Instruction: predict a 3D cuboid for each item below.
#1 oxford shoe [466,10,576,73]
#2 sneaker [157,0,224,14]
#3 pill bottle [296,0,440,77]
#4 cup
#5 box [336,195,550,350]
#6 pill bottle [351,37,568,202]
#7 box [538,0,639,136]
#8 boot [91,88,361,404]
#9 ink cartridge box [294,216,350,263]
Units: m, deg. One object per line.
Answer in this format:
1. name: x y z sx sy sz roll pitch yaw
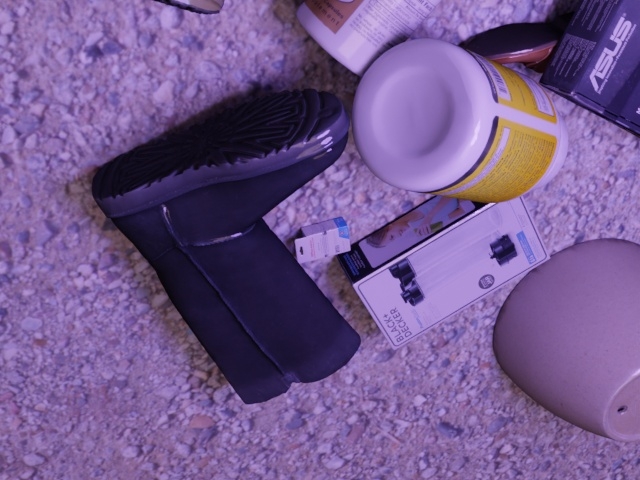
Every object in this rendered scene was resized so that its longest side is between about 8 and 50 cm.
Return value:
1. oxford shoe: 0.304 -0.264 1.474 0.212 0.076 0.076 -11 132 -14
2. sneaker: -0.230 -0.404 1.150 0.410 0.158 0.182 37 88 -40
3. pill bottle: 0.088 -0.327 1.313 0.131 0.131 0.229 32 108 -34
4. cup: 0.490 0.196 1.757 0.331 0.237 0.331 -9 125 -13
5. box: 0.191 0.026 1.623 0.290 0.087 0.169 -30 128 2
6. pill bottle: 0.201 -0.146 1.387 0.334 0.188 0.188 5 126 -56
7. box: 0.524 -0.326 1.451 0.318 0.097 0.394 22 101 -28
8. boot: -0.052 0.029 1.463 0.367 0.146 0.445 -14 127 21
9. ink cartridge box: 0.000 0.000 1.572 0.083 0.028 0.048 -15 127 -10
